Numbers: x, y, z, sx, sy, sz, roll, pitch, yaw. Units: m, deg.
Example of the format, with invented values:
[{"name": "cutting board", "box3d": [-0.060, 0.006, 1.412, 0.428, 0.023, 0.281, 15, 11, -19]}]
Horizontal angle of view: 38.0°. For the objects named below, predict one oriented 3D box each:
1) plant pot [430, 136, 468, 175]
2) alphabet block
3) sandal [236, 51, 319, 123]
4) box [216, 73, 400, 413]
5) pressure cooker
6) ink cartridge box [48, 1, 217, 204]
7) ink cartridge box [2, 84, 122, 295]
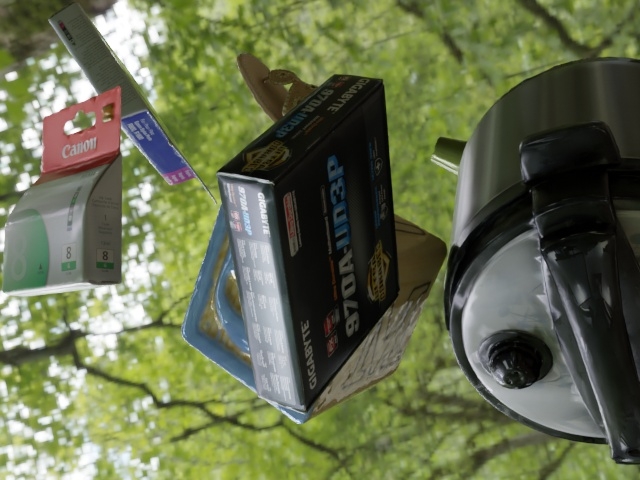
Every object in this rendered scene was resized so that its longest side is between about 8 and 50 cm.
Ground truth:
[{"name": "plant pot", "box3d": [0.257, -0.164, 1.781, 0.083, 0.079, 0.083, 22, -90, -79]}, {"name": "alphabet block", "box3d": [-0.006, 0.055, 1.036, 0.197, 0.192, 0.193, -13, -50, -55]}, {"name": "sandal", "box3d": [-0.008, -0.158, 1.188, 0.240, 0.079, 0.088, 59, -152, 0]}, {"name": "box", "box3d": [0.000, 0.000, 0.753, 0.175, 0.051, 0.220, -46, -40, -44]}, {"name": "pressure cooker", "box3d": [0.328, 0.031, 1.071, 0.375, 0.370, 0.420, -59, 7, 36]}, {"name": "ink cartridge box", "box3d": [-0.332, -0.224, 1.683, 0.330, 0.071, 0.324, 56, 177, 18]}, {"name": "ink cartridge box", "box3d": [-0.295, -0.053, 1.060, 0.056, 0.181, 0.224, 4, -99, -46]}]
